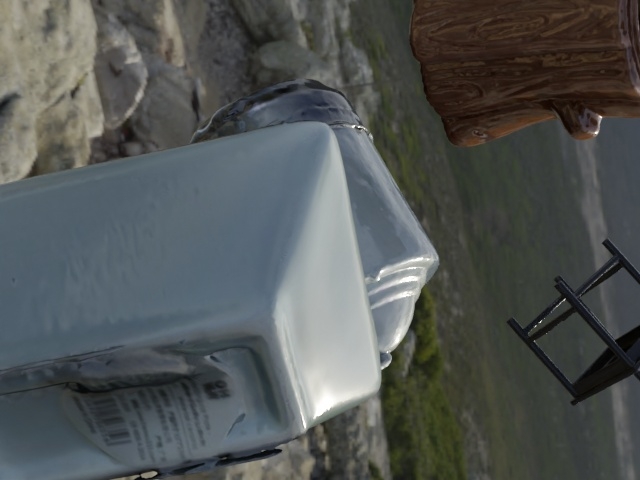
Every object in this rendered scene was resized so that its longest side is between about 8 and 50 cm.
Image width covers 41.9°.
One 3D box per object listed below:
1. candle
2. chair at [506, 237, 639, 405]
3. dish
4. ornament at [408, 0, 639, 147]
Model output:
[{"bbox_3d":[0.000,0.000,0.936,0.342,0.221,0.221,62,14,16],"label":"candle"},{"bbox_3d":[0.409,0.150,1.124,0.154,0.141,0.260,-33,78,-35],"label":"chair"},{"bbox_3d":[-0.093,0.059,0.393,0.080,0.243,0.182,-102,179,-53],"label":"dish"},{"bbox_3d":[0.223,-0.193,0.758,0.235,0.218,0.221,25,79,-39],"label":"ornament"}]
